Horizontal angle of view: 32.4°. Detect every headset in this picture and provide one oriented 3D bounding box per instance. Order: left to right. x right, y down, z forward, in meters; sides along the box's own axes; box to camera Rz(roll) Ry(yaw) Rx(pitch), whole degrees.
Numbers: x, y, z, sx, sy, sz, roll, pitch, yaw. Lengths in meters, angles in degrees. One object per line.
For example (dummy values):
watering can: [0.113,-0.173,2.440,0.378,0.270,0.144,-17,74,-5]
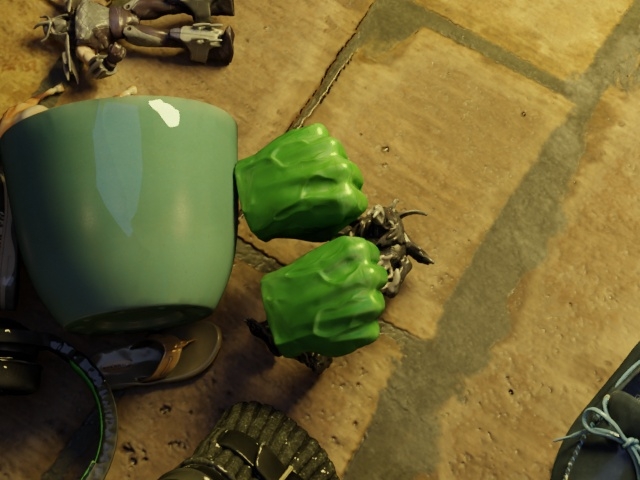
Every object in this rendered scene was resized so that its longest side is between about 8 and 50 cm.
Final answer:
headset: [-0.436,0.196,1.338,0.394,0.185,0.243,32,73,-5]

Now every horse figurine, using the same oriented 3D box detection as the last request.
horse figurine: [-0.349,-0.154,1.451,0.263,0.066,0.174,12,36,42]

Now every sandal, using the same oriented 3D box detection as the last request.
sandal: [-0.211,0.146,1.391,0.180,0.049,0.072,-13,68,-8]

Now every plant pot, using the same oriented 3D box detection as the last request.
plant pot: [-0.234,-0.014,1.341,0.293,0.293,0.235,-6,77,-5]

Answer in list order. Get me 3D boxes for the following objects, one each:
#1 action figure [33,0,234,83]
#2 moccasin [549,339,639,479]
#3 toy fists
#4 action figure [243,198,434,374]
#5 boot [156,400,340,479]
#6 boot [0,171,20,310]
action figure: [-0.265,-0.312,1.558,0.285,0.099,0.185,-3,76,1]
moccasin: [0.380,0.217,1.350,0.138,0.117,0.342,28,69,9]
toy fists: [0.000,0.000,1.302,0.142,0.096,0.279,-20,73,23]
action figure: [0.036,0.034,1.403,0.164,0.141,0.275,30,70,22]
boot: [-0.042,0.357,1.225,0.131,0.260,0.348,-30,88,19]
boot: [-0.469,-0.003,1.376,0.179,0.085,0.236,-2,42,-16]
